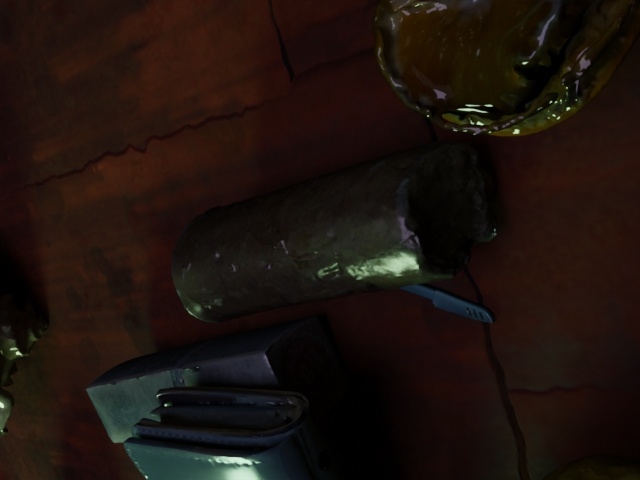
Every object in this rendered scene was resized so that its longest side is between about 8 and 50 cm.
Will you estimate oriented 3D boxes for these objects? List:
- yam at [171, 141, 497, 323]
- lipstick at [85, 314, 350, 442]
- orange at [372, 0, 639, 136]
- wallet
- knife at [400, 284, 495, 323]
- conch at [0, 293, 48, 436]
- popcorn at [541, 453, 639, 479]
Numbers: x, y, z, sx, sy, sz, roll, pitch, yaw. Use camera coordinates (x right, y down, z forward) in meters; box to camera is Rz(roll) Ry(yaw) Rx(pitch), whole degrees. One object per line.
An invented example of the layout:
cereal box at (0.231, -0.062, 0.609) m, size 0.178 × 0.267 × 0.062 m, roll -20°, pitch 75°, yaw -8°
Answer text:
yam at (0.000, 0.000, 0.593) m, size 0.259 × 0.093 × 0.093 m, roll -14°, pitch 96°, yaw 46°
lipstick at (-0.105, 0.130, 0.751) m, size 0.290 × 0.077 × 0.076 m, roll -16°, pitch 102°, yaw 45°
orange at (0.103, -0.135, 0.427) m, size 0.170 × 0.112 × 0.160 m, roll -45°, pitch 60°, yaw 20°
wallet at (-0.033, 0.225, 0.668) m, size 0.176 × 0.075 × 0.250 m, roll -5°, pitch 122°, yaw 36°
knife at (0.082, 0.041, 0.589) m, size 0.091 × 0.005 × 0.014 m, roll 19°, pitch 117°, yaw 38°
conch at (-0.484, 0.135, 1.050) m, size 0.324 × 0.186 × 0.263 m, roll 1°, pitch 121°, yaw 18°
popcorn at (0.159, 0.289, 0.462) m, size 0.334 × 0.293 × 0.292 m, roll 42°, pitch 96°, yaw -12°
